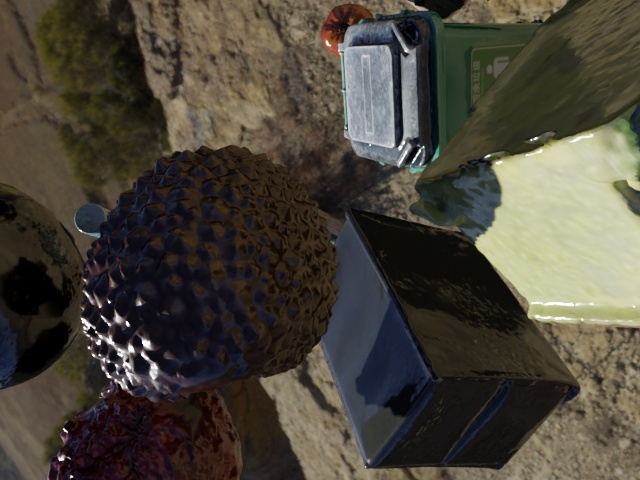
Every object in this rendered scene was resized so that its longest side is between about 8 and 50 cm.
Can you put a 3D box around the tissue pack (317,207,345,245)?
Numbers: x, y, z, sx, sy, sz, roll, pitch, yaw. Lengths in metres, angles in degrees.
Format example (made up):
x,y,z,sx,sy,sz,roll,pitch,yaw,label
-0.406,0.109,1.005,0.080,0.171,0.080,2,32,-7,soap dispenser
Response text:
x,y,z,sx,sy,sz,roll,pitch,yaw,label
0.000,0.000,1.306,0.148,0.060,0.108,28,136,-14,tissue pack

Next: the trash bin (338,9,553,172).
x,y,z,sx,sy,sz,roll,pitch,yaw,label
0.240,-0.276,1.142,0.295,0.381,0.259,-150,53,-61,trash bin

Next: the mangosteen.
x,y,z,sx,sy,sz,roll,pitch,yaw,label
-0.436,0.064,0.787,0.288,0.288,0.288,31,136,35,mangosteen

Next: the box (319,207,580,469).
x,y,z,sx,sy,sz,roll,pitch,yaw,label
0.157,0.147,0.971,0.204,0.251,0.345,-63,32,30,box

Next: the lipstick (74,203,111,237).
x,y,z,sx,sy,sz,roll,pitch,yaw,label
-0.335,-0.024,1.003,0.048,0.048,0.158,57,176,4,lipstick

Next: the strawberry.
x,y,z,sx,sy,sz,roll,pitch,yaw,label
-0.227,0.299,0.865,0.274,0.274,0.220,49,144,15,strawberry

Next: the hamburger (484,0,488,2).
x,y,z,sx,sy,sz,roll,pitch,yaw,label
0.380,-0.734,1.647,0.131,0.262,0.124,-38,41,29,hamburger

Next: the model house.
x,y,z,sx,sy,sz,roll,pitch,yaw,label
0.289,-0.070,0.532,0.266,0.321,0.261,48,156,-16,model house

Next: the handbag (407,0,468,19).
x,y,z,sx,sy,sz,roll,pitch,yaw,label
0.178,-0.579,1.153,0.302,0.283,0.149,33,143,-12,handbag

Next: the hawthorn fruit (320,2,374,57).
x,y,z,sx,sy,sz,roll,pitch,yaw,label
0.067,-0.470,1.429,0.125,0.140,0.125,16,132,18,hawthorn fruit

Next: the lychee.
x,y,z,sx,sy,sz,roll,pitch,yaw,label
-0.113,0.029,0.665,0.267,0.267,0.267,31,136,35,lychee
